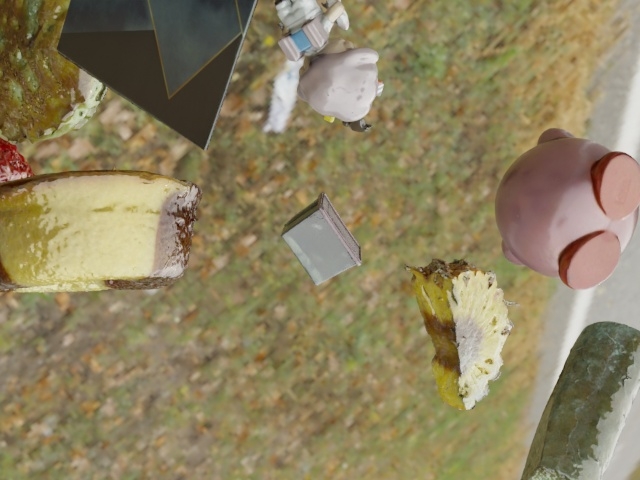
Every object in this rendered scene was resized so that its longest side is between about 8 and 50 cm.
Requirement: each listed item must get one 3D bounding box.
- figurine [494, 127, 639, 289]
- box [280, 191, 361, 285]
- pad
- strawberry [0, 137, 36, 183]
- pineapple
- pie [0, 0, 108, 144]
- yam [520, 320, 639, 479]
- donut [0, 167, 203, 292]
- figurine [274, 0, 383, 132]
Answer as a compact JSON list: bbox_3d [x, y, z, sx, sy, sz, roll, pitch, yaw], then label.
[{"bbox_3d":[0.284,-0.040,1.393,0.173,0.173,0.173,-36,160,-15],"label":"figurine"},{"bbox_3d":[0.000,0.000,1.361,0.063,0.085,0.060,-31,-165,13],"label":"box"},{"bbox_3d":[-0.151,-0.201,1.069,0.004,0.243,0.164,-1,118,-48],"label":"pad"},{"bbox_3d":[-0.270,-0.050,0.985,0.188,0.121,0.082,-28,-140,67],"label":"strawberry"},{"bbox_3d":[0.196,0.101,1.593,0.135,0.079,0.233,-35,126,-32],"label":"pineapple"},{"bbox_3d":[-0.437,-0.316,1.880,0.103,0.288,0.355,-15,157,-44],"label":"pie"},{"bbox_3d":[0.218,0.143,0.988,0.169,0.068,0.068,-55,171,-33],"label":"yam"},{"bbox_3d":[-0.168,-0.002,0.816,0.184,0.073,0.166,-4,175,26],"label":"donut"},{"bbox_3d":[0.013,-0.249,1.676,0.137,0.229,0.112,-25,-167,24],"label":"figurine"}]
